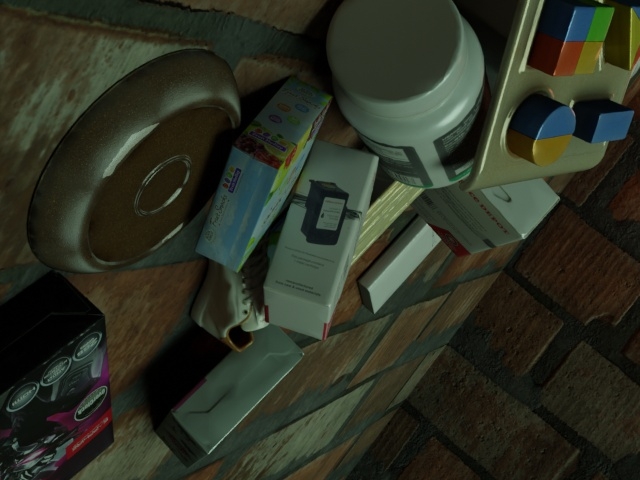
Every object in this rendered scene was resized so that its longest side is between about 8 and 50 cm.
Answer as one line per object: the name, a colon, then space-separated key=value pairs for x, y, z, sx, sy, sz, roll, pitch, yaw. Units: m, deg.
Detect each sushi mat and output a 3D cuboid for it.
sushi mat: x=0.097 y=-0.038 z=1.657 sx=0.316 sy=0.019 sz=0.151 roll=-46 pitch=164 yaw=-10

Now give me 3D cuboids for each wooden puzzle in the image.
wooden puzzle: x=0.363 y=-0.223 z=1.396 sx=0.322 sy=0.080 sz=0.347 roll=-12 pitch=129 yaw=-42

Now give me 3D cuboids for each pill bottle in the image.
pill bottle: x=0.130 y=-0.209 z=1.385 sx=0.204 sy=0.204 sz=0.361 roll=-50 pitch=163 yaw=0

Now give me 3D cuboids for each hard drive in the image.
hard drive: x=0.206 y=0.022 z=2.299 sx=0.307 sy=0.040 sz=0.203 roll=-46 pitch=162 yaw=-10

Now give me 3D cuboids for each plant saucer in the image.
plant saucer: x=-0.193 y=-0.074 z=1.142 sx=0.310 sy=0.050 sz=0.310 roll=-44 pitch=163 yaw=-18

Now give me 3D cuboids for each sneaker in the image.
sneaker: x=-0.102 y=0.052 z=1.492 sx=0.106 sy=0.123 sz=0.290 roll=-32 pitch=154 yaw=-40

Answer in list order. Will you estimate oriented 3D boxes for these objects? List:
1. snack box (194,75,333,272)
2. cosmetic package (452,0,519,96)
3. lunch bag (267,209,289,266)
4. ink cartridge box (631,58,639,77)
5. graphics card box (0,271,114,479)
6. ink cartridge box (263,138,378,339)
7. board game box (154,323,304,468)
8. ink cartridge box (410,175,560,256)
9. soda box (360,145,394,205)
snack box: x=-0.071 y=-0.087 z=1.274 sx=0.174 sy=0.070 sz=0.207 roll=-64 pitch=176 yaw=37
cosmetic package: x=0.367 y=-0.328 z=1.679 sx=0.161 sy=0.230 sz=0.453 roll=-52 pitch=163 yaw=2
lunch bag: x=-0.031 y=0.022 z=1.657 sx=0.219 sy=0.090 sz=0.176 roll=-48 pitch=165 yaw=-3
ink cartridge box: x=0.508 y=-0.403 z=1.877 sx=0.092 sy=0.218 sz=0.158 roll=-41 pitch=160 yaw=-26
graphics card box: x=-0.372 y=0.223 z=1.233 sx=0.233 sy=0.094 sz=0.371 roll=-39 pitch=158 yaw=-30
ink cartridge box: x=0.000 y=0.000 z=1.433 sx=0.172 sy=0.100 sz=0.237 roll=96 pitch=12 yaw=-69
board game box: x=-0.161 y=0.265 z=1.697 sx=0.224 sy=0.097 sz=0.303 roll=-43 pitch=176 yaw=-22
ink cartridge box: x=0.283 y=-0.089 z=1.856 sx=0.114 sy=0.197 sz=0.273 roll=-45 pitch=-173 yaw=-17
soda box: x=0.158 y=-0.168 z=1.718 sx=0.286 sy=0.091 sz=0.098 roll=-46 pitch=163 yaw=-11
